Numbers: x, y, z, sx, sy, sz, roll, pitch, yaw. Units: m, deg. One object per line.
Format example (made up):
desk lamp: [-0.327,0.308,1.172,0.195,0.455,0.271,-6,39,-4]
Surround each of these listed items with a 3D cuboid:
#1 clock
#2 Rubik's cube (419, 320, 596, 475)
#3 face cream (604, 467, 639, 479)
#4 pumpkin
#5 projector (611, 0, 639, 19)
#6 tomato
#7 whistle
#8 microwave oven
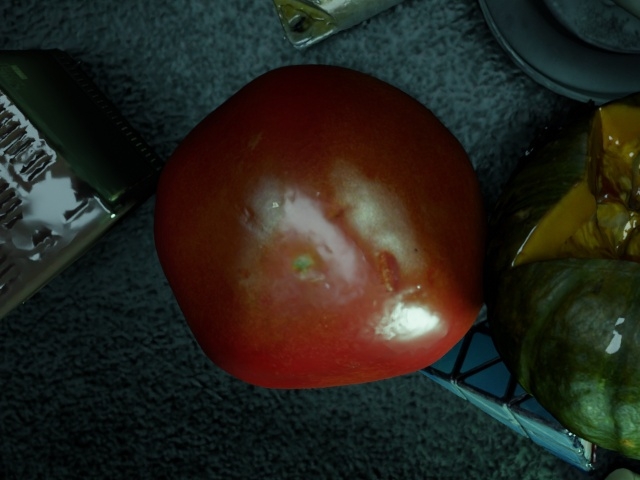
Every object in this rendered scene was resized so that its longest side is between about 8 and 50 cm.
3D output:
clock: [0.266,-0.265,0.805,0.313,0.061,0.312,-2,114,-6]
Rubik's cube: [0.177,0.152,0.928,0.178,0.211,0.190,5,126,25]
face cream: [0.374,0.295,0.939,0.224,0.070,0.114,27,101,-9]
pumpkin: [0.278,0.021,0.742,0.321,0.320,0.192,-19,138,7]
projector: [0.374,-0.160,0.772,0.338,0.108,0.108,27,101,-18]
tomato: [0.000,0.000,0.831,0.299,0.226,0.298,1,103,2]
whistle: [0.111,-0.259,0.860,0.327,0.057,0.067,-23,70,6]
microwave oven: [-0.267,-0.049,0.834,0.188,0.247,0.178,-37,98,10]
